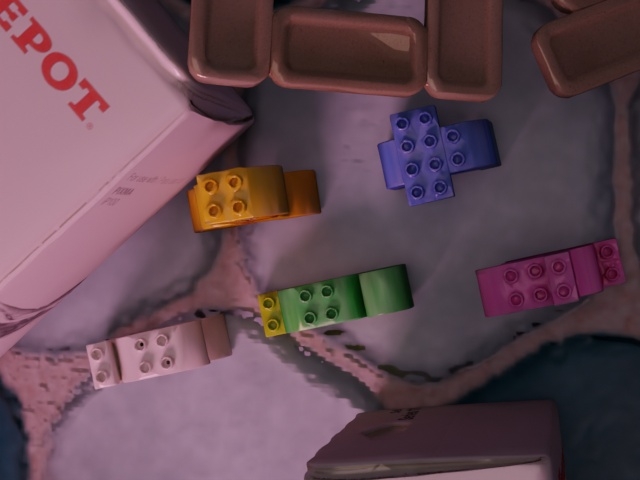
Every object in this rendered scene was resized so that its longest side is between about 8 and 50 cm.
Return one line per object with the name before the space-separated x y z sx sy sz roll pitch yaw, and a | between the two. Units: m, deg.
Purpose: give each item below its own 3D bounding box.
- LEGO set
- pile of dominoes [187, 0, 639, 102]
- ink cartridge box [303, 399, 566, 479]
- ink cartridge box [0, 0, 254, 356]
LEGO set | 0.000 0.000 0.580 0.227 0.093 0.087 -12 89 11
pile of dominoes | 0.049 -0.171 0.570 0.196 0.040 0.251 5 82 -12
ink cartridge box | 0.058 0.171 0.543 0.087 0.153 0.208 -7 91 10
ink cartridge box | -0.199 -0.035 0.604 0.283 0.117 0.207 -41 84 9
